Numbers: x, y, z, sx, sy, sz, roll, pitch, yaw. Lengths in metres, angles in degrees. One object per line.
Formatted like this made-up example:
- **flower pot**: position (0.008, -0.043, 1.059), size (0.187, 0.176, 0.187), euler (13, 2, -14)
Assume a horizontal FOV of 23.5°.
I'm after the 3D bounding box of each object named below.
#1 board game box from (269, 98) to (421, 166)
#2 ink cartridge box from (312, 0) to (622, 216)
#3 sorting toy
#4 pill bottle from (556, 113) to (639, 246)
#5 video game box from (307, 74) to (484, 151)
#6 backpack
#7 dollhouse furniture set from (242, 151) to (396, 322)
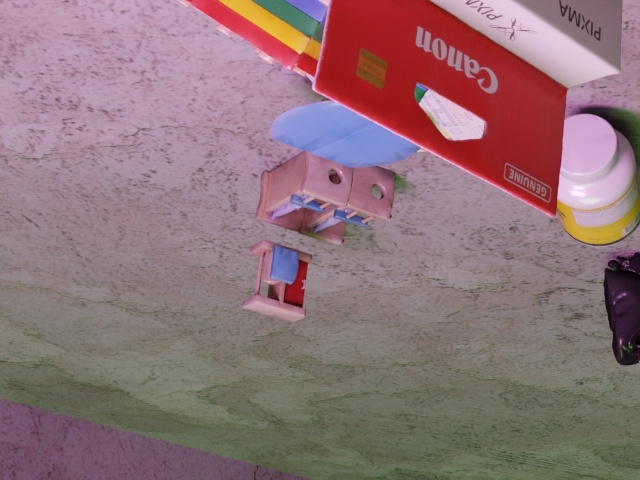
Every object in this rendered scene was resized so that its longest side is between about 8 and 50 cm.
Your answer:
- **board game box**: position (0.032, -0.128, 1.660), size (0.169, 0.033, 0.133), euler (18, 154, -35)
- **ink cartridge box**: position (0.135, -0.192, 1.263), size (0.296, 0.261, 0.066), euler (24, 154, -38)
- **sorting toy**: position (-0.020, -0.197, 1.350), size (0.257, 0.089, 0.255), euler (27, -171, -41)
- **pill bottle**: position (0.308, -0.070, 1.740), size (0.103, 0.103, 0.184), euler (0, 158, 18)
- **video game box**: position (0.110, -0.157, 1.659), size (0.187, 0.048, 0.205), euler (-4, 156, 24)
- **backpack**: position (0.482, 0.094, 2.083), size (0.182, 0.151, 0.115), euler (-7, 163, 2)
- **dollhouse furniture set**: position (0.000, 0.000, 1.909), size (0.129, 0.183, 0.129), euler (18, 156, -26)
